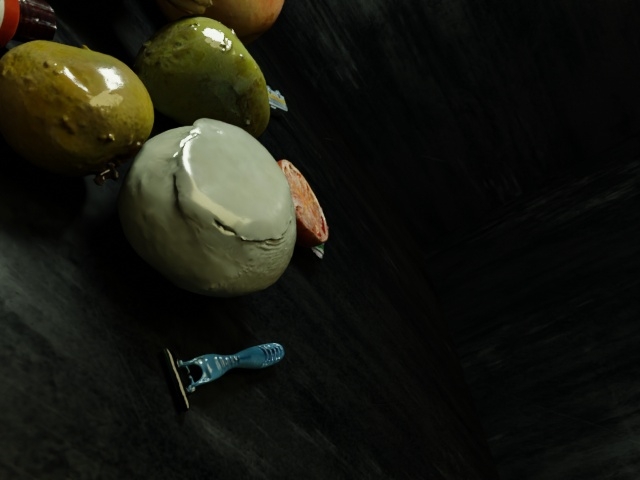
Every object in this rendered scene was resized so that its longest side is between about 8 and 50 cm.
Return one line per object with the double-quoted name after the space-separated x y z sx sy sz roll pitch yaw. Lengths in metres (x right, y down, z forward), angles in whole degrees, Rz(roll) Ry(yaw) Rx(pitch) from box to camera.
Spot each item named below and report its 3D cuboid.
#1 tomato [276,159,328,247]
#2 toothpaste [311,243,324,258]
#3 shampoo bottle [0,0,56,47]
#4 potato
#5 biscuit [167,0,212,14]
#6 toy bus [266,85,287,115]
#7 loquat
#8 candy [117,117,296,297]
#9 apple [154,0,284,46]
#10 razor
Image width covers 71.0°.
-0.074 -0.080 1.119 0.236 0.095 0.236 56 17 -26 "tomato"
0.000 0.000 1.304 0.045 0.028 0.170 48 23 -14 "toothpaste"
-0.407 -0.263 0.473 0.104 0.104 0.278 59 18 -4 "shampoo bottle"
-0.220 -0.309 0.908 0.173 0.210 0.307 42 2 33 "potato"
-0.413 -0.541 0.775 0.394 0.076 0.368 5 39 -47 "biscuit"
-0.175 -0.473 1.530 0.190 0.064 0.075 -30 102 -72 "toy bus"
-0.298 -0.161 0.538 0.204 0.149 0.172 41 34 8 "loquat"
-0.159 -0.037 0.670 0.295 0.185 0.295 31 43 -35 "candy"
-0.257 -0.666 1.139 0.364 0.364 0.364 51 19 -26 "apple"
-0.122 0.179 0.658 0.082 0.042 0.253 64 17 17 "razor"
